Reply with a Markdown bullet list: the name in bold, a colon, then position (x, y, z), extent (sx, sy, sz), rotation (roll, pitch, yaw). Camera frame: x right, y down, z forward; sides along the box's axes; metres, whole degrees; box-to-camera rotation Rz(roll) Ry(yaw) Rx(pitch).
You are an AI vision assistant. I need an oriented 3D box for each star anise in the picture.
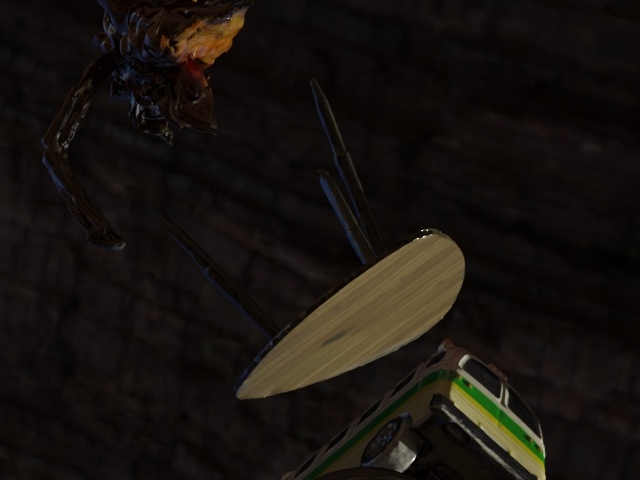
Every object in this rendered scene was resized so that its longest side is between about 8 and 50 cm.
- **star anise**: position (-0.170, -0.160, 1.580), extent (0.148, 0.346, 0.237), rotation (16, 176, -40)

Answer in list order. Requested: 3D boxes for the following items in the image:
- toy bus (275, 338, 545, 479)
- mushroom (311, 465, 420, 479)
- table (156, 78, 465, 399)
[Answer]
- **toy bus**: position (0.054, 0.237, 1.456), extent (0.143, 0.305, 0.179), rotation (41, -154, -11)
- **mushroom**: position (0.011, 0.203, 0.875), extent (0.141, 0.188, 0.117), rotation (21, -171, -17)
- **table**: position (0.000, 0.000, 1.945), extent (0.317, 0.317, 0.249), rotation (-4, -125, -50)
